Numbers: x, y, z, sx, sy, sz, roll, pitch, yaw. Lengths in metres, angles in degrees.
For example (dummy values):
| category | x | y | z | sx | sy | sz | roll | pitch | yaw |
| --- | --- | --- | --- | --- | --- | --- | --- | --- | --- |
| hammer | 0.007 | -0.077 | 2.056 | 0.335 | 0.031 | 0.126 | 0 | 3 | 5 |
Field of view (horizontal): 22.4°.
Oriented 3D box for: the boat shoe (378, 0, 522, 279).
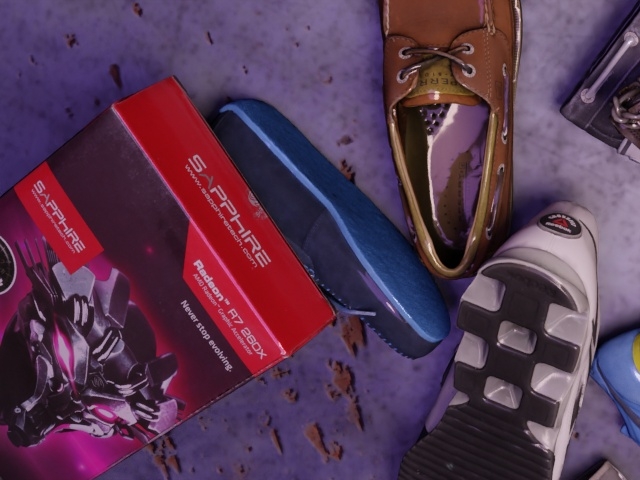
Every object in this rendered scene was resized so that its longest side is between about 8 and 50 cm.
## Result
| category | x | y | z | sx | sy | sz | roll | pitch | yaw |
| --- | --- | --- | --- | --- | --- | --- | --- | --- | --- |
| boat shoe | 0.102 | -0.122 | 1.239 | 0.110 | 0.104 | 0.307 | -8 | 98 | 14 |

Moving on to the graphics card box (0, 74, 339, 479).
| category | x | y | z | sx | sy | sz | roll | pitch | yaw |
| --- | --- | --- | --- | --- | --- | --- | --- | --- | --- |
| graphics card box | -0.194 | 0.064 | 1.302 | 0.371 | 0.094 | 0.233 | -33 | 92 | 33 |

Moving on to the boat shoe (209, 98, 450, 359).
| category | x | y | z | sx | sy | sz | roll | pitch | yaw |
| --- | --- | --- | --- | --- | --- | --- | --- | --- | --- |
| boat shoe | 0.000 | 0.000 | 1.301 | 0.089 | 0.109 | 0.258 | -47 | 72 | 23 |

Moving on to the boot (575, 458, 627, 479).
| category | x | y | z | sx | sy | sz | roll | pitch | yaw |
| --- | --- | --- | --- | --- | --- | --- | --- | --- | --- |
| boot | 0.234 | 0.310 | 1.306 | 0.208 | 0.076 | 0.189 | 44 | 92 | -5 |

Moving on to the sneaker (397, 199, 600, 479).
| category | x | y | z | sx | sy | sz | roll | pitch | yaw |
| --- | --- | --- | --- | --- | --- | --- | --- | --- | --- |
| sneaker | 0.157 | 0.113 | 1.270 | 0.122 | 0.146 | 0.331 | 26 | 130 | 11 |

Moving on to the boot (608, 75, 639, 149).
| category | x | y | z | sx | sy | sz | roll | pitch | yaw |
| --- | --- | --- | --- | --- | --- | --- | --- | --- | --- |
| boot | 0.296 | -0.143 | 1.097 | 0.229 | 0.091 | 0.263 | -33 | 123 | 11 |

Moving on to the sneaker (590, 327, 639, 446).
| category | x | y | z | sx | sy | sz | roll | pitch | yaw |
| --- | --- | --- | --- | --- | --- | --- | --- | --- | --- |
| sneaker | 0.296 | 0.154 | 1.276 | 0.209 | 0.069 | 0.082 | 46 | 139 | -8 |

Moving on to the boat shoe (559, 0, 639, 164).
| category | x | y | z | sx | sy | sz | roll | pitch | yaw |
| --- | --- | --- | --- | --- | --- | --- | --- | --- | --- |
| boat shoe | 0.277 | -0.204 | 1.190 | 0.102 | 0.108 | 0.301 | 29 | 112 | 4 |
